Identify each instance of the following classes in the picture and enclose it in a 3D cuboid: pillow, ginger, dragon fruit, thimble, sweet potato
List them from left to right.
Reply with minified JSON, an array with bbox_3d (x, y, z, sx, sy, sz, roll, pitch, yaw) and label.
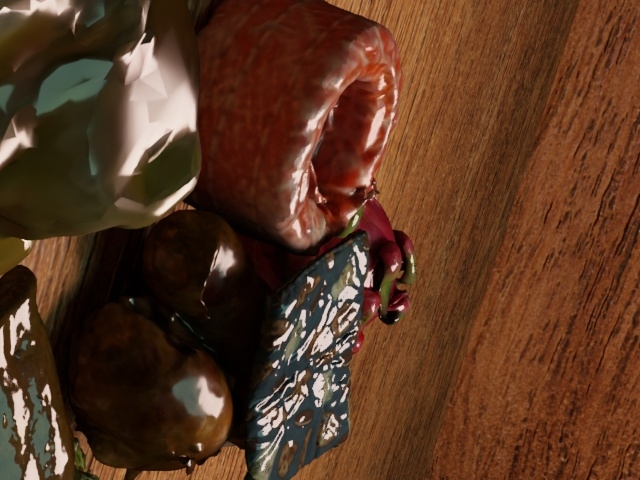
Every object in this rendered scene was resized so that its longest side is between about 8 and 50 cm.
[{"bbox_3d":[-0.258,0.204,1.279,0.158,0.158,0.369,-40,135,-60],"label":"sweet potato"},{"bbox_3d":[-0.120,0.137,1.684,0.254,0.176,0.418,-59,160,-10],"label":"ginger"},{"bbox_3d":[-0.032,-0.113,1.635,0.239,0.162,0.239,-50,152,-39],"label":"thimble"},{"bbox_3d":[-0.015,0.124,1.653,0.189,0.034,0.255,-32,137,-51],"label":"pillow"},{"bbox_3d":[-0.007,0.006,1.855,0.218,0.198,0.273,-116,-177,-50],"label":"dragon fruit"}]

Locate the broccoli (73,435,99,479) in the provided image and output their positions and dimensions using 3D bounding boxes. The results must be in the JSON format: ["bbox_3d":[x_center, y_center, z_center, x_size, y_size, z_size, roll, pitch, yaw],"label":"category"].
[{"bbox_3d":[-0.151,0.321,1.505,0.252,0.361,0.221,-34,-155,52],"label":"broccoli"}]

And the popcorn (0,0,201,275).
[{"bbox_3d":[-0.240,-0.136,0.683,0.344,0.354,0.390,-34,104,-29],"label":"popcorn"}]
